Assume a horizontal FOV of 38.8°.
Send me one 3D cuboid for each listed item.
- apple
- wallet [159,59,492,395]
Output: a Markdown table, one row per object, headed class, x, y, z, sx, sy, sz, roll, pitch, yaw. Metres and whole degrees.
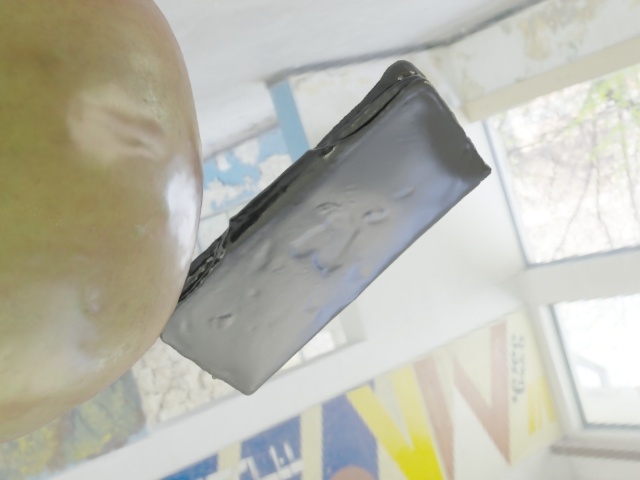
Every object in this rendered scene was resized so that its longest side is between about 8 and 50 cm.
| class | x | y | z | sx | sy | sz | roll | pitch | yaw |
| --- | --- | --- | --- | --- | --- | --- | --- | --- | --- |
| apple | -0.250 | -0.036 | 0.568 | 0.338 | 0.339 | 0.305 | -16 | 175 | 41 |
| wallet | 0.000 | 0.000 | 0.919 | 0.377 | 0.197 | 0.051 | -44 | -134 | 2 |
